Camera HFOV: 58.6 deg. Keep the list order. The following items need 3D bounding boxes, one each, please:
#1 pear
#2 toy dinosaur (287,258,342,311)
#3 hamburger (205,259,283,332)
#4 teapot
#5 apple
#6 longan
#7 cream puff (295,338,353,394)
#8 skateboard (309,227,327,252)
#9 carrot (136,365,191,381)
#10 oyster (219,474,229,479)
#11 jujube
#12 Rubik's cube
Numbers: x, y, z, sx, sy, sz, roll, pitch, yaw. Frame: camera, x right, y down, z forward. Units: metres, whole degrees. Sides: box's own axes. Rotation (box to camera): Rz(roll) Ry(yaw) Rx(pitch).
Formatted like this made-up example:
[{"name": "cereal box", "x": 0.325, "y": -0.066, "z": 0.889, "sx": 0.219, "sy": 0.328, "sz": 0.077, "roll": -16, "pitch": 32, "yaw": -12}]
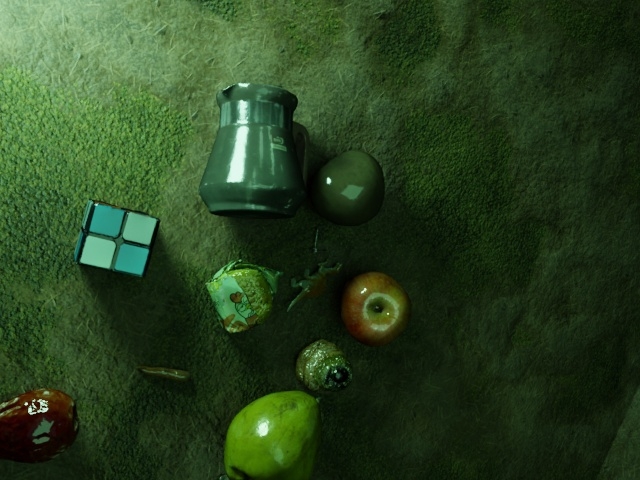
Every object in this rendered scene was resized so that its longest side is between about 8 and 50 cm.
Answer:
[{"name": "pear", "x": -0.124, "y": 0.603, "z": 1.750, "sx": 0.375, "sy": 0.287, "sz": 0.287, "roll": -37, "pitch": 110, "yaw": -32}, {"name": "toy dinosaur", "x": -0.027, "y": 0.146, "z": 1.864, "sx": 0.142, "sy": 0.057, "sz": 0.212, "roll": 27, "pitch": 96, "yaw": -44}, {"name": "hamburger", "x": -0.217, "y": 0.158, "z": 1.725, "sx": 0.235, "sy": 0.125, "sz": 0.214, "roll": -14, "pitch": 112, "yaw": -9}, {"name": "teapot", "x": -0.162, "y": -0.246, "z": 1.643, "sx": 0.376, "sy": 0.306, "sz": 0.361, "roll": 6, "pitch": 86, "yaw": -53}, {"name": "apple", "x": 0.168, "y": 0.218, "z": 1.859, "sx": 0.242, "sy": 0.241, "sz": 0.241, "roll": 0, "pitch": 88, "yaw": -10}, {"name": "longan", "x": 0.083, "y": -0.160, "z": 1.781, "sx": 0.246, "sy": 0.215, "sz": 0.245, "roll": 12, "pitch": 70, "yaw": -37}, {"name": "cream puff", "x": 0.026, "y": 0.425, "z": 1.844, "sx": 0.184, "sy": 0.169, "sz": 0.183, "roll": -4, "pitch": 99, "yaw": -24}, {"name": "skateboard", "x": 0.000, "y": 0.000, "z": 1.865, "sx": 0.064, "sy": 0.032, "sz": 0.083, "roll": 3, "pitch": 96, "yaw": -35}, {"name": "carrot", "x": -0.463, "y": 0.393, "z": 1.692, "sx": 0.165, "sy": 0.036, "sz": 0.035, "roll": 18, "pitch": 88, "yaw": -23}, {"name": "oyster", "x": -0.288, "y": 0.781, "z": 1.816, "sx": 0.093, "sy": 0.034, "sz": 0.051, "roll": 34, "pitch": 65, "yaw": -13}, {"name": "jujube", "x": -0.774, "y": 0.489, "z": 1.496, "sx": 0.256, "sy": 0.190, "sz": 0.189, "roll": -2, "pitch": 97, "yaw": -7}, {"name": "Rubik's cube", "x": -0.548, "y": -0.008, "z": 1.528, "sx": 0.184, "sy": 0.180, "sz": 0.167, "roll": 14, "pitch": 91, "yaw": -27}]
